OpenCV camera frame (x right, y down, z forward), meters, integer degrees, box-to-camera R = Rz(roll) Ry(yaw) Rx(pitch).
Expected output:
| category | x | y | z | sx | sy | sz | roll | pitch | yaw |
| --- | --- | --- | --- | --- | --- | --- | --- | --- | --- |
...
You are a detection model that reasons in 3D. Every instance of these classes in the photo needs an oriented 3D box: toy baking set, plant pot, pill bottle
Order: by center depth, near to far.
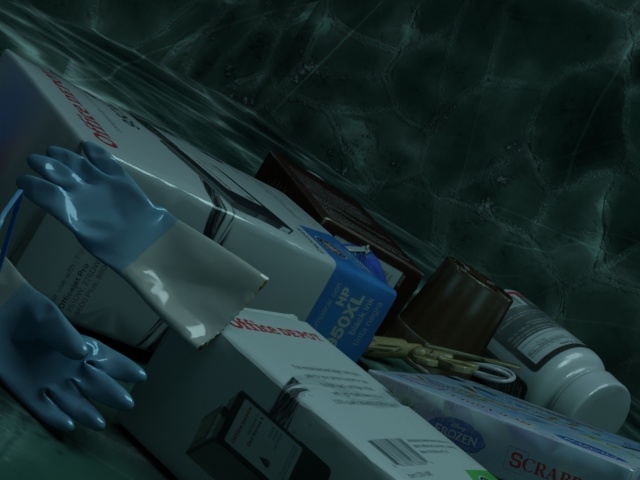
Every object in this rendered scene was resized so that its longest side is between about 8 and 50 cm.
| category | x | y | z | sx | sy | sz | roll | pitch | yaw |
| --- | --- | --- | --- | --- | --- | --- | --- | --- | --- |
| toy baking set | 0.158 | 0.168 | 1.670 | 0.196 | 0.030 | 0.256 | 14 | 3 | 40 |
| plant pot | 0.207 | 0.125 | 1.887 | 0.167 | 0.165 | 0.167 | 33 | 8 | -5 |
| pill bottle | 0.361 | 0.215 | 1.968 | 0.161 | 0.161 | 0.283 | 26 | 12 | -42 |

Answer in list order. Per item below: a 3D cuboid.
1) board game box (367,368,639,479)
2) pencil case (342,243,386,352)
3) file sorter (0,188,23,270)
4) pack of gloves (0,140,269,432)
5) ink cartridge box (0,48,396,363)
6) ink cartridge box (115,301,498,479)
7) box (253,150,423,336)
| category | x | y | z | sx | sy | sz | roll | pitch | yaw |
| --- | --- | --- | --- | --- | --- | --- | --- | --- | --- |
| board game box | 0.245 | 0.238 | 1.435 | 0.318 | 0.066 | 0.318 | 18 | 1 | 27 |
| pencil case | 0.024 | 0.078 | 1.567 | 0.119 | 0.133 | 0.306 | 25 | 9 | 3 |
| file sorter | -0.297 | -0.003 | 0.808 | 0.170 | 0.104 | 0.118 | 18 | 12 | -10 |
| pack of gloves | -0.189 | 0.021 | 0.917 | 0.232 | 0.195 | 0.046 | 37 | -22 | 20 |
| ink cartridge box | -0.162 | -0.005 | 1.229 | 0.395 | 0.166 | 0.285 | 26 | 10 | -37 |
| ink cartridge box | 0.011 | 0.183 | 0.968 | 0.289 | 0.121 | 0.211 | 38 | 9 | 27 |
| box | 0.000 | 0.000 | 1.920 | 0.191 | 0.143 | 0.381 | 30 | 11 | -21 |
